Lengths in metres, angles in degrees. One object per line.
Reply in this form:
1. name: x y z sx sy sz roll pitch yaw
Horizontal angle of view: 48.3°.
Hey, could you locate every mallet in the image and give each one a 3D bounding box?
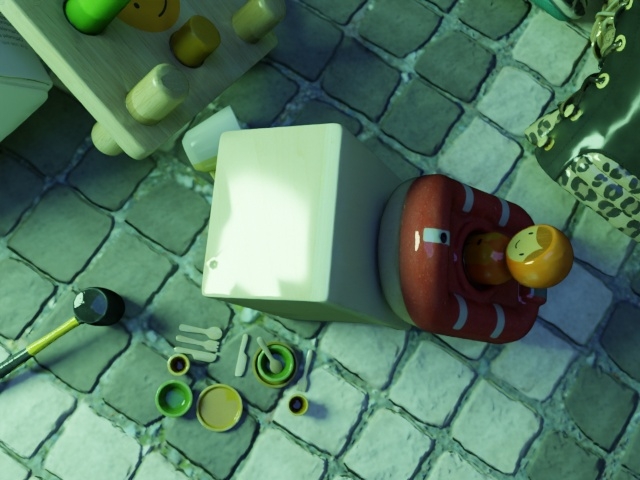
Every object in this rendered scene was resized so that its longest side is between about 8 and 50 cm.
1. mallet: -0.282 0.108 0.722 0.189 0.062 0.039 -34 82 4

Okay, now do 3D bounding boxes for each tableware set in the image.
1. tableware set: -0.086 0.146 0.733 0.154 0.024 0.104 13 78 -3

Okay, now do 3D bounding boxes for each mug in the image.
1. mug: -0.109 -0.097 0.763 0.064 0.062 0.078 -24 75 -2

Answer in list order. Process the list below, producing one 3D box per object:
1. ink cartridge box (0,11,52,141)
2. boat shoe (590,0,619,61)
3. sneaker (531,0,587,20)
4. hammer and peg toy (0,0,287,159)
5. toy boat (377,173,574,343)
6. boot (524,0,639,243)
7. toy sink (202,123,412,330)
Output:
1. ink cartridge box: -0.435 -0.209 0.671 0.223 0.129 0.307 -34 85 19
2. boat shoe: 0.371 -0.240 0.804 0.110 0.121 0.341 -17 82 -9
3. sneaker: 0.194 -0.338 0.818 0.275 0.110 0.107 27 62 -19
4. hammer and peg toy: -0.208 -0.281 0.665 0.361 0.127 0.266 51 45 -14
5. toy boat: 0.165 0.017 0.679 0.231 0.151 0.151 14 75 -40
6. boot: 0.309 -0.202 0.715 0.377 0.284 0.138 46 36 15
7. toy sink: 0.000 0.000 0.703 0.131 0.234 0.153 0 78 25
